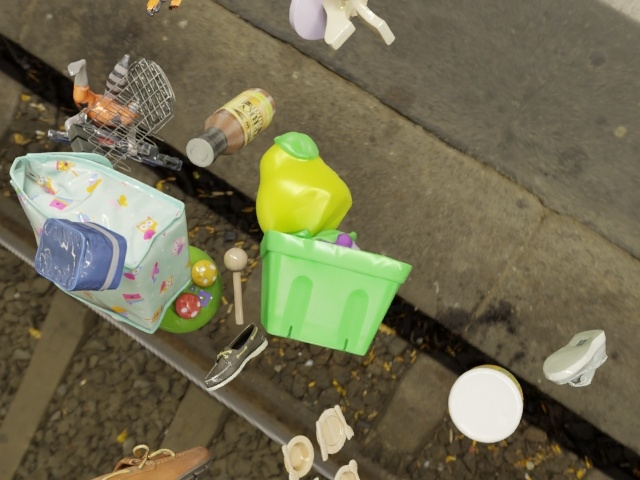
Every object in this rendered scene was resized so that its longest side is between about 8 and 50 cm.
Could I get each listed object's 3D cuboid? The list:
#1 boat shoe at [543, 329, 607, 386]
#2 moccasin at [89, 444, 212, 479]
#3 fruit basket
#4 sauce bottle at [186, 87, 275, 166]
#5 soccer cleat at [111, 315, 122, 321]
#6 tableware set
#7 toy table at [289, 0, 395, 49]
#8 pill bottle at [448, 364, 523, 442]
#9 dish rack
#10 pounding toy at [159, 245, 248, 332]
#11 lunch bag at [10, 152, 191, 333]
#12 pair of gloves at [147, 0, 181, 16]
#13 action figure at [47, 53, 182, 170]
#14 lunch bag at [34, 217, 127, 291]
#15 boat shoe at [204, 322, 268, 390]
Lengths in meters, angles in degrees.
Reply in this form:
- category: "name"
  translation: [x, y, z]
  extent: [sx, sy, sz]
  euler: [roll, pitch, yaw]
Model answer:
- category: "boat shoe"
  translation: [0.526, 0.251, 1.333]
  extent: [0.079, 0.227, 0.081]
  euler: [-15, 94, 45]
- category: "moccasin"
  translation: [-0.360, 0.473, 1.270]
  extent: [0.147, 0.380, 0.139]
  euler: [39, 118, 25]
- category: "fruit basket"
  translation: [0.000, 0.000, 1.208]
  extent: [0.282, 0.392, 0.392]
  euler: [14, 105, -6]
- category: "sauce bottle"
  translation: [-0.215, -0.272, 1.603]
  extent: [0.111, 0.344, 0.112]
  euler: [9, 123, 15]
- category: "soccer cleat"
  translation: [-0.504, 0.075, 1.860]
  extent: [0.143, 0.116, 0.332]
  euler: [13, 84, 43]
- category: "tableware set"
  translation: [0.001, 0.328, 0.944]
  extent: [0.020, 0.168, 0.141]
  euler: [-11, 95, 42]
- category: "toy table"
  translation: [0.071, -0.578, 1.584]
  extent: [0.274, 0.252, 0.161]
  euler: [-54, 48, 11]
- category: "pill bottle"
  translation: [0.289, 0.275, 1.137]
  extent: [0.117, 0.208, 0.118]
  euler: [-3, 81, 17]
- category: "dish rack"
  translation: [-0.403, -0.236, 1.364]
  extent: [0.271, 0.074, 0.208]
  euler: [-39, 58, 13]
- category: "pounding toy"
  translation: [-0.239, 0.098, 1.341]
  extent: [0.110, 0.236, 0.183]
  euler: [-3, 87, 55]
- category: "lunch bag"
  translation: [-0.341, -0.006, 1.016]
  extent: [0.262, 0.160, 0.223]
  euler: [26, 147, 11]
- category: "pair of gloves"
  translation: [-0.228, -0.373, 0.993]
  extent: [0.083, 0.010, 0.074]
  euler: [0, 63, 37]
- category: "action figure"
  translation: [-0.502, -0.308, 1.691]
  extent: [0.341, 0.330, 0.179]
  euler: [15, 68, -19]
- category: "lunch bag"
  translation: [-0.259, 0.015, 0.720]
  extent: [0.098, 0.065, 0.067]
  euler: [22, 99, 37]
- category: "boat shoe"
  translation: [-0.234, 0.307, 1.752]
  extent: [0.081, 0.227, 0.069]
  euler: [-10, 112, 42]
